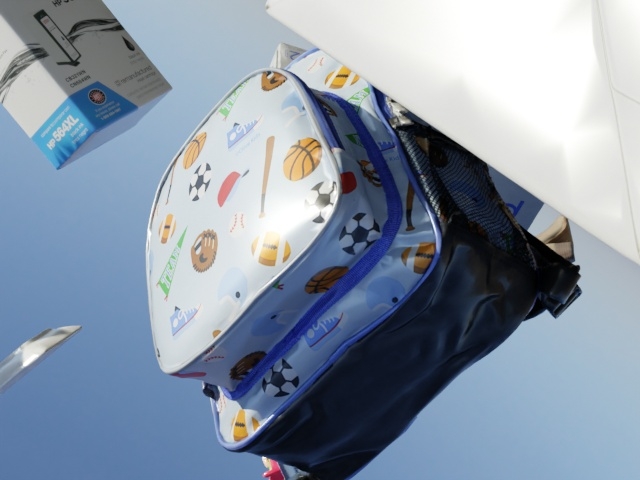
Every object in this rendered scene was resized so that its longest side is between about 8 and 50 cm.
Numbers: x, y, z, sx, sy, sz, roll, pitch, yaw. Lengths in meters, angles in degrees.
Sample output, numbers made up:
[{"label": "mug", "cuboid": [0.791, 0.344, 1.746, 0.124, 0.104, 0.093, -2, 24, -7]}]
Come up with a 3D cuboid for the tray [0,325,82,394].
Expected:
[{"label": "tray", "cuboid": [-0.425, 0.193, 1.570, 0.030, 0.270, 0.145, 51, -169, -3]}]

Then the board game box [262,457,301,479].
[{"label": "board game box", "cuboid": [-0.047, 0.218, 1.258, 0.168, 0.033, 0.133, 34, -147, -83]}]

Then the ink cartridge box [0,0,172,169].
[{"label": "ink cartridge box", "cuboid": [-0.281, -0.198, 1.338, 0.203, 0.086, 0.148, 51, -142, -3]}]

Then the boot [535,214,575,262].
[{"label": "boot", "cuboid": [0.229, 0.010, 1.350, 0.118, 0.087, 0.042, -65, -41, -68]}]

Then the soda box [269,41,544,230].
[{"label": "soda box", "cuboid": [0.078, -0.090, 1.199, 0.286, 0.098, 0.091, 16, -142, -14]}]

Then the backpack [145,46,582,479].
[{"label": "backpack", "cuboid": [0.000, 0.000, 0.874, 0.213, 0.276, 0.263, 34, -154, -32]}]

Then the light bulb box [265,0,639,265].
[{"label": "light bulb box", "cuboid": [0.227, -0.128, 0.784, 0.361, 0.225, 0.358, 13, -160, -43]}]
